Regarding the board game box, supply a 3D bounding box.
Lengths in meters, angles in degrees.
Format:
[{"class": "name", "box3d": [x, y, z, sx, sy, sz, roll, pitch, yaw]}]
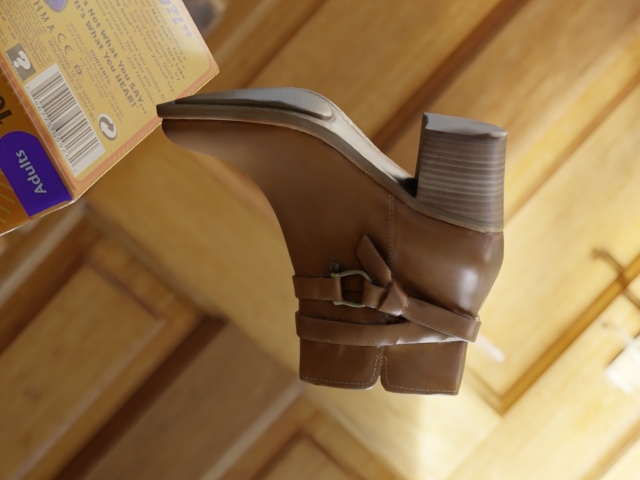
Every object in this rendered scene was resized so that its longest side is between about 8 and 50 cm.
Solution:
[{"class": "board game box", "box3d": [-0.380, -0.193, 1.819, 0.356, 0.356, 0.356, 61, -152, -12]}]

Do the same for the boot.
[{"class": "boot", "box3d": [0.000, 0.000, 1.493, 0.283, 0.220, 0.109, 9, -164, 1]}]
